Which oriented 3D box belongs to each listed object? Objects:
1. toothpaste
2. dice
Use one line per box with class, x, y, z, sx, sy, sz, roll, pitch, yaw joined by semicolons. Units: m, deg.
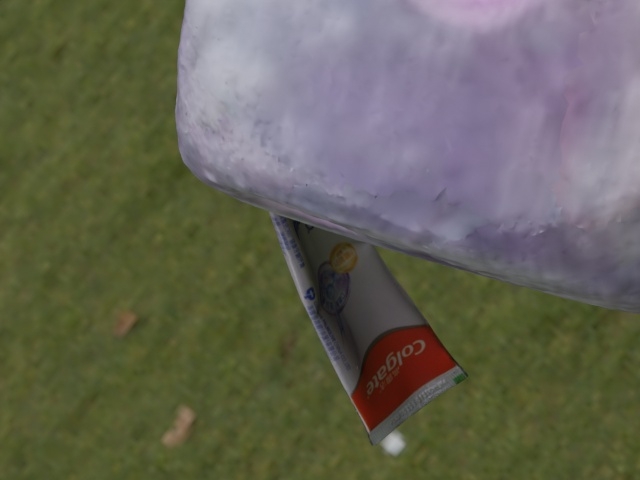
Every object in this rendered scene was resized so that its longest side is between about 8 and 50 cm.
toothpaste;0.000;0.000;1.216;0.048;0.301;0.075;3;42;47
dice;0.091;-0.119;0.990;0.271;0.270;0.270;18;-91;-80
